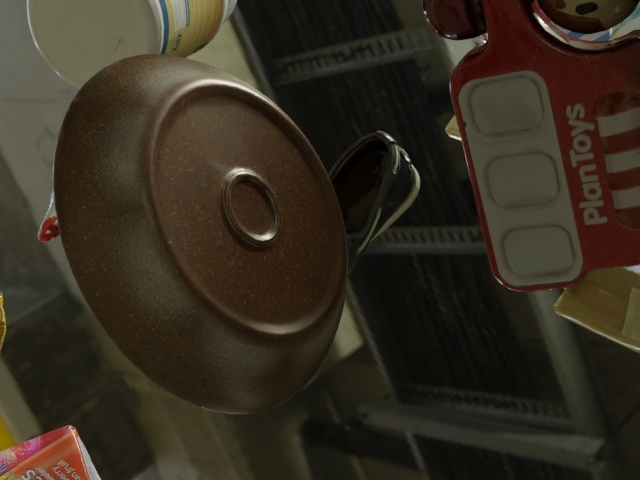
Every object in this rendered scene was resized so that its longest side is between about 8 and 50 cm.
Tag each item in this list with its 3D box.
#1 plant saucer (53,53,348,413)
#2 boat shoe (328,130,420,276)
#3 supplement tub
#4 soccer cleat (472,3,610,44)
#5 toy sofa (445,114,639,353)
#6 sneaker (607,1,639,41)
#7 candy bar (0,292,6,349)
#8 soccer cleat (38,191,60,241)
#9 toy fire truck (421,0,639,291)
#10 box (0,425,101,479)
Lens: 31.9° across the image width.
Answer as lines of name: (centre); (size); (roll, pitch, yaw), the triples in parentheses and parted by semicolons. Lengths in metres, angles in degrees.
plant saucer: (-0.045, -0.011, 0.578); (0.036, 0.198, 0.199); (-22, -80, 37)
boat shoe: (0.000, 0.000, 1.037); (0.084, 0.233, 0.079); (35, -7, 22)
supplement tub: (-0.180, -0.240, 1.116); (0.144, 0.200, 0.144); (11, -62, 21)
soccer cleat: (0.302, -0.215, 1.358); (0.331, 0.116, 0.143); (17, -73, 43)
toy sofa: (0.299, -0.054, 1.192); (0.150, 0.177, 0.362); (25, -19, 46)
sneaker: (0.276, -0.190, 0.976); (0.208, 0.319, 0.127); (26, -21, 44)
candy bar: (-0.311, 0.128, 1.021); (0.161, 0.018, 0.040); (-70, -157, 11)
soccer cleat: (-0.279, -0.035, 1.198); (0.035, 0.083, 0.029); (27, -16, 25)
toy fire truck: (0.199, -0.116, 0.723); (0.254, 0.169, 0.302); (-9, -69, 25)
box: (-0.227, 0.291, 0.975); (0.257, 0.122, 0.128); (84, -17, -52)
